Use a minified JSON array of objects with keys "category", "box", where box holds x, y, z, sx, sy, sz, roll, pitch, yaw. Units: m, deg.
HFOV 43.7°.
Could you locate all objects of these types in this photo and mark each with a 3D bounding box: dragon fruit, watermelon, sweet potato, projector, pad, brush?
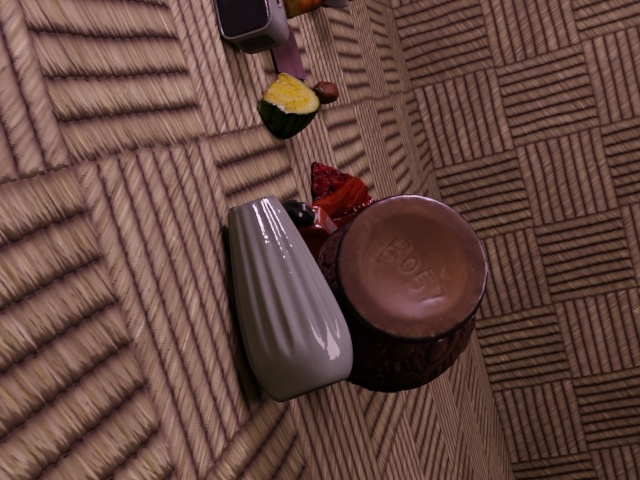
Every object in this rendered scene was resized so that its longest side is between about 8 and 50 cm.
[{"category":"dragon fruit","box":[0.032,-0.059,1.501,0.092,0.122,0.192,-58,154,-10]},{"category":"watermelon","box":[-0.058,-0.214,1.341,0.092,0.075,0.181,27,28,-7]},{"category":"sweet potato","box":[0.006,-0.300,1.607,0.117,0.049,0.049,-25,101,-74]},{"category":"projector","box":[-0.102,-0.334,1.191,0.082,0.083,0.083,10,68,-73]},{"category":"pad","box":[-0.066,-0.357,1.481,0.188,0.006,0.113,-23,98,-74]},{"category":"brush","box":[0.000,-0.001,1.301,0.323,0.070,0.051,50,31,-63]}]

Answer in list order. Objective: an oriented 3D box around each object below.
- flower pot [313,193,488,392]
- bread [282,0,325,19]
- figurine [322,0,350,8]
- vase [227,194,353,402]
[{"category":"flower pot","box":[0.104,0.067,1.109,0.267,0.267,0.266,101,-19,-72]},{"category":"bread","box":[-0.067,-0.476,1.382,0.234,0.111,0.184,-65,137,-66]},{"category":"figurine","box":[0.001,-0.576,1.699,0.194,0.133,0.274,52,23,-1]},{"category":"vase","box":[-0.047,0.066,0.983,0.248,0.128,0.128,71,14,12]}]
